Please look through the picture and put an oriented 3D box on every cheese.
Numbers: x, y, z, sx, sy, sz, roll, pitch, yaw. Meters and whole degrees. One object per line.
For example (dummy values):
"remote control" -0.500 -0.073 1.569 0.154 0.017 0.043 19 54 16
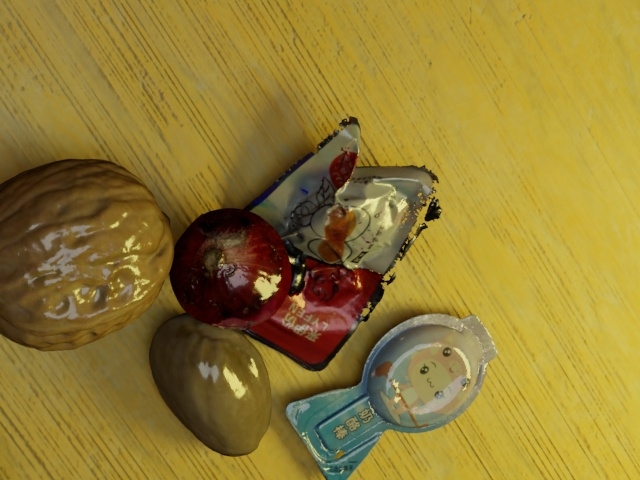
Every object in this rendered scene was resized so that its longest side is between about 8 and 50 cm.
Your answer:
"cheese" 0.088 0.169 1.880 0.245 0.052 0.135 -32 106 -5

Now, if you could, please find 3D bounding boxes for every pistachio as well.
"pistachio" -0.114 0.159 1.809 0.126 0.108 0.185 -20 114 16

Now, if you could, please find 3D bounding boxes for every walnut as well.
"walnut" -0.251 0.013 1.709 0.213 0.213 0.213 -2 102 -12

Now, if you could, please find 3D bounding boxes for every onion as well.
"onion" -0.096 0.030 1.751 0.131 0.131 0.131 -2 102 -12

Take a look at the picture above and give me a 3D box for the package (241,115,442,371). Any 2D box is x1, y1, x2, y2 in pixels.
"package" 0.000 0.000 1.824 0.194 0.071 0.269 36 110 -5
